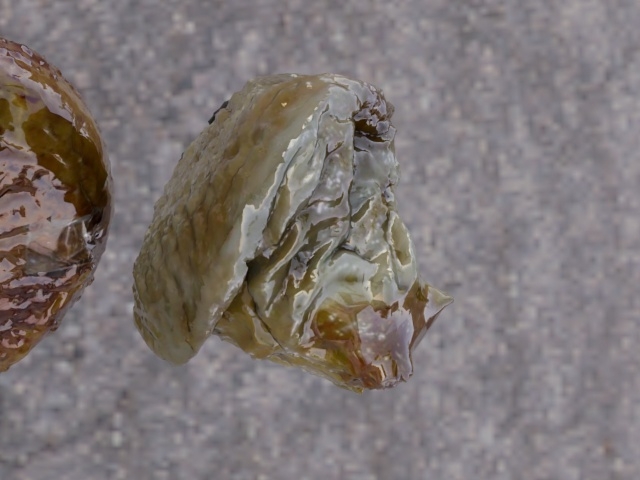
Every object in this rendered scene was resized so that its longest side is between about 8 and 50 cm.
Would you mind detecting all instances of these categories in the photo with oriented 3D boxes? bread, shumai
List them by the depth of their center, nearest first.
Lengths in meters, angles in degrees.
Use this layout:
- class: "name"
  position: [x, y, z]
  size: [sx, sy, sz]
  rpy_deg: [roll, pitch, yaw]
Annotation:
- class: "shumai"
  position: [-0.002, 0.003, 0.763]
  size: [0.116, 0.145, 0.145]
  rpy_deg: [29, 60, -14]
- class: "bread"
  position: [-0.169, -0.009, 0.780]
  size: [0.193, 0.193, 0.064]
  rpy_deg: [37, 20, -47]
